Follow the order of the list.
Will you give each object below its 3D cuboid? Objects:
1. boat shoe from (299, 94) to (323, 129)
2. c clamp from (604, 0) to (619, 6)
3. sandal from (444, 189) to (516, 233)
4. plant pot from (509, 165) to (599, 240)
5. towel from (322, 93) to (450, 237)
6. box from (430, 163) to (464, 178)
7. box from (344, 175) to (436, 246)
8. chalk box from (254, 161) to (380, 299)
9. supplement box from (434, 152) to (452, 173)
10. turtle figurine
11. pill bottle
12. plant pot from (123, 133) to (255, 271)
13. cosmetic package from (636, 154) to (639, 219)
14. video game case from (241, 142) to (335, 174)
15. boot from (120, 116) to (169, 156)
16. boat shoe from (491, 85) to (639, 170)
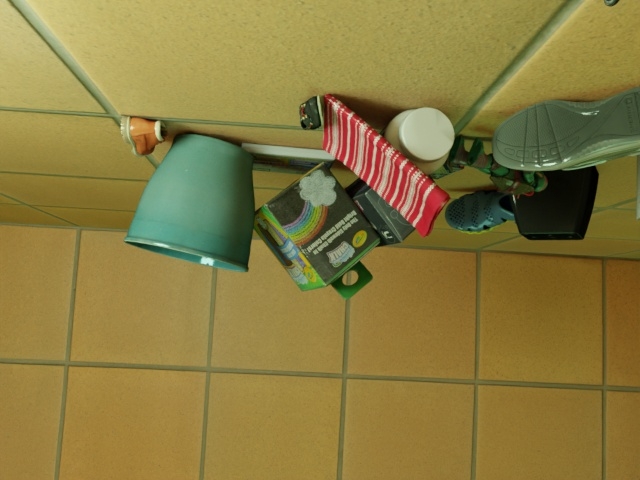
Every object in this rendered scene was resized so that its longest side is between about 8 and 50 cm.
[{"bbox_3d":[-0.016,-0.219,1.124,0.042,0.048,0.133,-5,178,-4],"label":"boat shoe"},{"bbox_3d":[0.274,-0.273,0.657,0.161,0.022,0.137,7,168,-19],"label":"c clamp"},{"bbox_3d":[0.490,-0.093,1.757,0.318,0.126,0.138,-9,166,23],"label":"sandal"},{"bbox_3d":[0.541,-0.088,1.514,0.188,0.166,0.188,0,174,28],"label":"plant pot"},{"bbox_3d":[0.106,-0.126,1.144,0.275,0.031,0.199,43,168,10],"label":"towel"},{"bbox_3d":[0.262,-0.171,1.514,0.094,0.027,0.137,6,173,-14],"label":"box"},{"bbox_3d":[0.145,-0.083,1.548,0.165,0.143,0.270,-41,-171,-19],"label":"box"},{"bbox_3d":[0.000,0.000,1.494,0.180,0.288,0.179,-38,-174,-20],"label":"chalk box"},{"bbox_3d":[0.230,-0.176,1.358,0.083,0.056,0.083,1,173,20],"label":"supplement box"},{"bbox_3d":[0.386,-0.151,1.302,0.234,0.118,0.175,11,171,-21],"label":"turtle figurine"},{"bbox_3d":[0.163,-0.167,1.182,0.121,0.121,0.216,4,174,-9],"label":"pill bottle"},{"bbox_3d":[-0.261,-0.085,1.419,0.272,0.255,0.271,12,171,2],"label":"plant pot"},{"bbox_3d":[0.718,-0.118,1.233,0.184,0.151,0.151,3,174,10],"label":"cosmetic package"},{"bbox_3d":[-0.079,-0.189,1.534,0.213,0.023,0.193,4,174,-5],"label":"video game case"},{"bbox_3d":[-0.350,-0.210,1.335,0.085,0.059,0.158,-2,173,-3],"label":"boot"},{"bbox_3d":[0.439,-0.172,1.054,0.321,0.118,0.103,-11,162,38],"label":"boat shoe"}]
